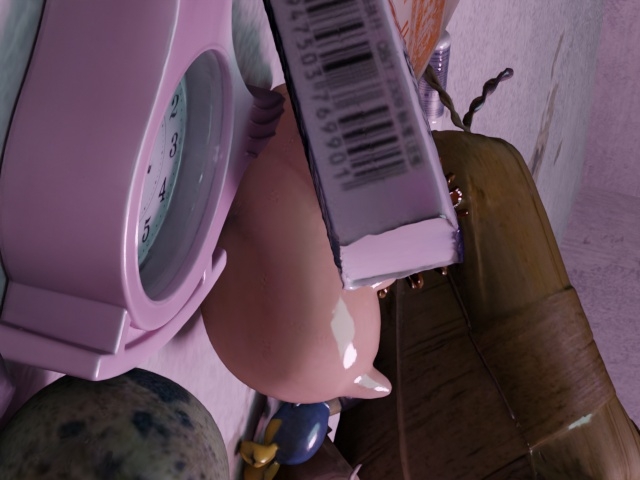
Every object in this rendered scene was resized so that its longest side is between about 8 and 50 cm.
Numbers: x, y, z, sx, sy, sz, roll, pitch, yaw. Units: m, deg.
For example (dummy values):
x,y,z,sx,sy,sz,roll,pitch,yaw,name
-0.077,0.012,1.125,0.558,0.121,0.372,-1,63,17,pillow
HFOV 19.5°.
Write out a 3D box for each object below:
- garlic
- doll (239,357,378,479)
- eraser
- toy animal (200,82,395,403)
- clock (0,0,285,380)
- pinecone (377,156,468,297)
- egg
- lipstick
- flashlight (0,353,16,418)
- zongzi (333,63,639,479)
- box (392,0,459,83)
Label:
x,y,z,sx,sy,sz,roll,pitch,yaw,name
0.000,0.242,1.754,0.198,0.090,0.128,-135,-128,-76,garlic
-0.015,0.147,1.734,0.179,0.089,0.102,-43,153,-24,doll
0.015,-0.120,1.236,0.130,0.086,0.287,69,5,-74,eraser
-0.010,-0.002,1.422,0.154,0.166,0.250,12,84,-34,toy animal
-0.095,-0.079,1.124,0.290,0.080,0.275,-41,144,-70,clock
0.046,-0.022,1.608,0.163,0.165,0.163,-36,132,-55,pinecone
-0.123,0.143,1.099,0.181,0.141,0.141,-45,146,-66,egg
0.120,-0.169,2.059,0.040,0.040,0.141,-61,161,-49,lipstick
-0.244,0.172,0.700,0.424,0.103,0.103,-62,162,-47,flashlight
0.042,0.109,1.884,0.218,0.467,0.500,-7,75,-61,zongzi
0.092,-0.253,1.814,0.365,0.051,0.204,-62,164,-45,box
